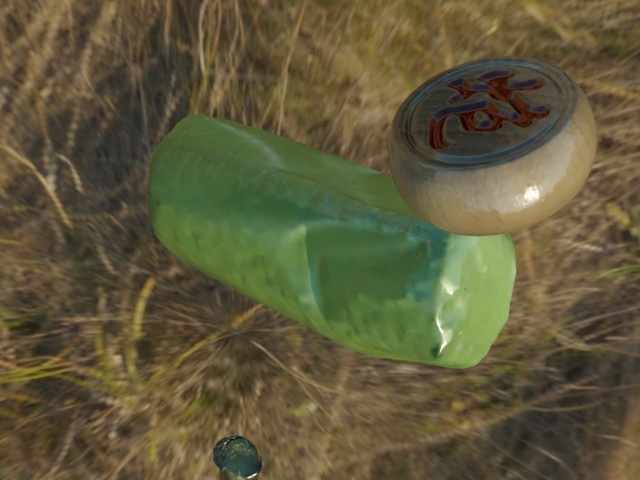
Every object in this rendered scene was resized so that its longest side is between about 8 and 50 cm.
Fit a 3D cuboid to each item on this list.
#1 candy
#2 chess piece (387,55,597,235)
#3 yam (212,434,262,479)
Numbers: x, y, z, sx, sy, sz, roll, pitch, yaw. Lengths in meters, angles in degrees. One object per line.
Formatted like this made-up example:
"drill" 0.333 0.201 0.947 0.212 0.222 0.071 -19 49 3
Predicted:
"candy" 0.000 0.000 1.398 0.343 0.132 0.142 21 89 42
"chess piece" 0.068 -0.038 0.700 0.083 0.084 0.038 -20 126 -4
"yam" -0.055 0.152 1.106 0.033 0.129 0.027 30 68 6
